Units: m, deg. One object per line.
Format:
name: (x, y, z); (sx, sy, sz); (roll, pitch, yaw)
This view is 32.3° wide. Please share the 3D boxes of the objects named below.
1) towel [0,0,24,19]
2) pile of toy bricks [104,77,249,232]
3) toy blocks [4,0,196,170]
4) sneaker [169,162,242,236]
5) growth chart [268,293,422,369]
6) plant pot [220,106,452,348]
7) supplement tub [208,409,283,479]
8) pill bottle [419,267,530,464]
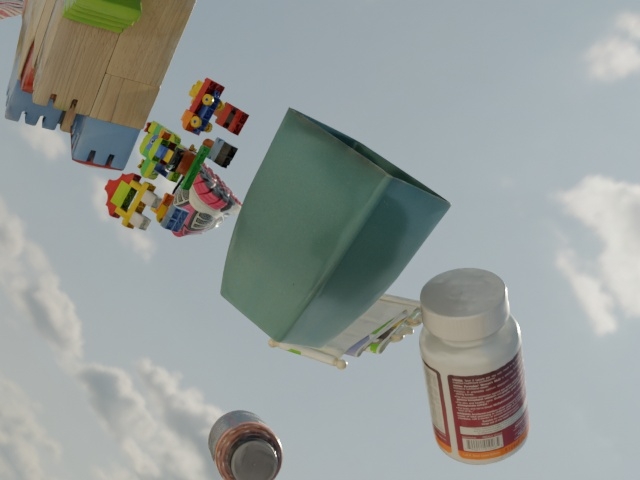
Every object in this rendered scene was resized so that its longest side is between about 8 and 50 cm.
towel: (-0.576, -0.359, 1.786); (0.197, 0.144, 0.029); (-9, -86, 38)
pile of toy bricks: (-0.194, -0.116, 1.419); (0.105, 0.212, 0.118); (33, 6, 29)
toy blocks: (-0.212, -0.212, 1.016); (0.261, 0.190, 0.381); (-59, -150, 37)
sneaker: (-0.223, -0.071, 2.013); (0.121, 0.112, 0.299); (48, 3, 1)
growth chart: (0.061, 0.132, 1.695); (0.172, 0.237, 0.021); (17, -58, 43)
plant pot: (0.000, 0.000, 1.294); (0.165, 0.234, 0.165); (37, 9, 31)
supplement tub: (-0.116, 0.329, 1.719); (0.106, 0.106, 0.198); (57, -9, -6)
pill bottle: (0.183, 0.151, 1.322); (0.121, 0.121, 0.221); (29, -41, 47)
